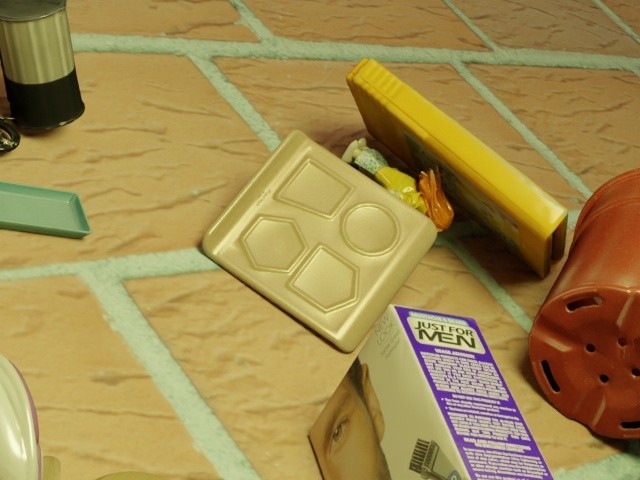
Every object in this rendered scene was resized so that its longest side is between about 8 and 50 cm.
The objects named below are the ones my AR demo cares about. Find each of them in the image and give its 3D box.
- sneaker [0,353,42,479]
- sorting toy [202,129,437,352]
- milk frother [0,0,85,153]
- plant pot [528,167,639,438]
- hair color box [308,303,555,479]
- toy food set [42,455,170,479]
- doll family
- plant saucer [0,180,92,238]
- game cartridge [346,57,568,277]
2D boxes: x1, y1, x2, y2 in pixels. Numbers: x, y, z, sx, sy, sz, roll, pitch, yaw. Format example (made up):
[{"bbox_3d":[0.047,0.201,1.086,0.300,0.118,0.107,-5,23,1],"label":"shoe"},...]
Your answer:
[{"bbox_3d":[-0.334,0.117,1.111,0.152,0.114,0.305,-19,52,-37],"label":"sneaker"},{"bbox_3d":[0.000,0.000,1.558,0.208,0.038,0.193,36,65,4],"label":"sorting toy"},{"bbox_3d":[-0.330,-0.180,1.497,0.129,0.134,0.143,-5,33,0],"label":"milk frother"},{"bbox_3d":[0.388,0.084,1.658,0.272,0.272,0.265,37,38,9],"label":"plant pot"},{"bbox_3d":[0.111,0.240,1.228,0.110,0.185,0.339,12,35,-27],"label":"hair color box"},{"bbox_3d":[-0.147,0.243,1.148,0.192,0.038,0.132,15,27,-17],"label":"toy food set"},{"bbox_3d":[0.072,-0.043,1.675,0.163,0.118,0.263,40,31,13],"label":"doll family"},{"bbox_3d":[-0.328,-0.036,1.404,0.192,0.018,0.067,10,37,-34],"label":"plant saucer"},{"bbox_3d":[0.175,-0.089,1.771,0.324,0.052,0.285,39,-3,14],"label":"game cartridge"}]
